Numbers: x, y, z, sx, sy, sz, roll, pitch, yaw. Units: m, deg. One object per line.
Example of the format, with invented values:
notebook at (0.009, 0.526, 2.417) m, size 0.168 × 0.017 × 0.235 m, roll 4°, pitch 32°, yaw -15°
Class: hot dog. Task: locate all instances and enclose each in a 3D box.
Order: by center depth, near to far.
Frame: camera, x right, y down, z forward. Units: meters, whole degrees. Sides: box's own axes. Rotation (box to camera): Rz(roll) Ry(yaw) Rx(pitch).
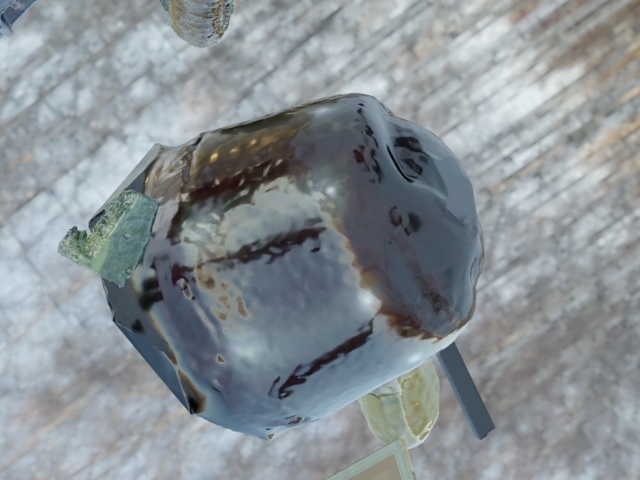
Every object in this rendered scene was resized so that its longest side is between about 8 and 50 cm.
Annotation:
hot dog at (-0.152, -0.296, 1.877) m, size 0.289 × 0.083 × 0.068 m, roll 131°, pitch 149°, yaw -84°

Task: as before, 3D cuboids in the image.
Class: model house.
model house at (-0.182, -0.008, 1.304) m, size 0.066 × 0.083 × 0.079 m, roll 29°, pitch 175°, yaw -20°

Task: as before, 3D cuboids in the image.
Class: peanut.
peanut at (0.115, 0.206, 2.414) m, size 0.152 × 0.152 × 0.313 m, roll -95°, pitch -5°, yaw -59°

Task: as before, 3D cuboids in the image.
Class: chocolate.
chocolate at (0.000, 0.000, 1.624) m, size 0.384 × 0.331 × 0.383 m, roll 35°, pitch -141°, yaw -35°

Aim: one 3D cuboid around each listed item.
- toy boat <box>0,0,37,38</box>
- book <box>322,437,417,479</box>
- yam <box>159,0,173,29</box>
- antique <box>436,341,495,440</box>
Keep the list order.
toy boat at (-0.339, -0.223, 1.450) m, size 0.078 × 0.283 × 0.127 m, roll 45°, pitch 178°, yaw -3°
book at (0.053, 0.340, 1.475) m, size 0.018 × 0.170 × 0.241 m, roll 16°, pitch -130°, yaw -45°
yam at (-0.129, -0.400, 2.101) m, size 0.093 × 0.259 × 0.093 m, roll 35°, pitch 165°, yaw 11°
antique at (0.189, 0.186, 2.030) m, size 0.015 × 0.031 × 0.192 m, roll 10°, pitch 129°, yaw 63°
